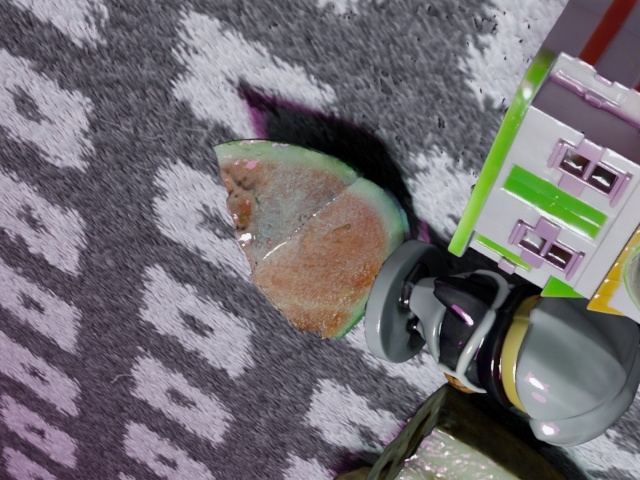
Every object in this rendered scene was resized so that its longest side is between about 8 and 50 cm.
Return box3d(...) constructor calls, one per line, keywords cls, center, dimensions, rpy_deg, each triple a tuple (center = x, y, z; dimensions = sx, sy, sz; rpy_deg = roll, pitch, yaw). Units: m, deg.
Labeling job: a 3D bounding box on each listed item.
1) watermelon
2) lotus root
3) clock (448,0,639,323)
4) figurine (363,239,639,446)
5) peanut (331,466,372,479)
box3d(cls="watermelon", center=(0.013, -0.018, 1.338), dimensions=(0.146, 0.128, 0.231), rpy_deg=(-16, 143, 19))
box3d(cls="lotus root", center=(0.183, 0.309, 1.571), dimensions=(0.260, 0.149, 0.267), rpy_deg=(30, 124, -3))
box3d(cls="clock", center=(0.268, -0.015, 0.981), dimensions=(0.309, 0.166, 0.235), rpy_deg=(29, 151, 9))
box3d(cls="figurine", center=(0.170, 0.096, 1.286), dimensions=(0.236, 0.133, 0.176), rpy_deg=(18, 155, 34))
box3d(cls="peanut", center=(0.096, 0.360, 1.771), dimensions=(0.233, 0.110, 0.197), rpy_deg=(24, 151, 22))
